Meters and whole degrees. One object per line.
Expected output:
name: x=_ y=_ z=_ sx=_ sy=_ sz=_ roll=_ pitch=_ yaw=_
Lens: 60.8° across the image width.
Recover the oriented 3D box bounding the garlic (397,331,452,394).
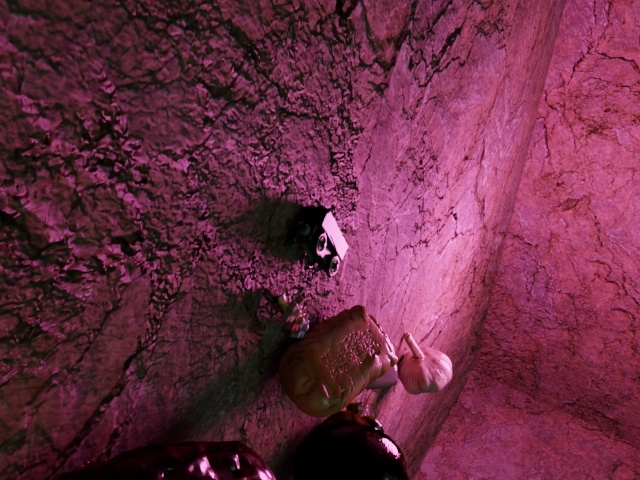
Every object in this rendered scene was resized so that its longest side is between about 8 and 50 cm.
garlic: x=0.350 y=0.410 z=1.910 sx=0.199 sy=0.199 sz=0.226 roll=-37 pitch=112 yaw=-46

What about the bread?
bread: x=0.031 y=0.257 z=1.170 sx=0.121 sy=0.173 sz=0.311 roll=-38 pitch=169 yaw=39

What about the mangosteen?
mangosteen: x=0.077 y=0.592 z=1.378 sx=0.313 sy=0.297 sz=0.297 roll=-44 pitch=155 yaw=-88

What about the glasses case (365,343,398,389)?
glasses case: x=0.092 y=0.314 z=1.393 sx=0.308 sy=0.083 sz=0.128 roll=22 pitch=71 yaw=-51

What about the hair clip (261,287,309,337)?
hair clip: x=-0.051 y=0.143 z=1.035 sx=0.062 sy=0.056 sz=0.214 roll=-58 pitch=152 yaw=-18

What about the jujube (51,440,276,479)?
jujube: x=-0.202 y=0.385 z=0.722 sx=0.376 sy=0.258 sz=0.258 roll=13 pitch=98 yaw=-62

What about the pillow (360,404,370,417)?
pillow: x=0.096 y=0.622 z=1.697 sx=0.233 sy=0.038 sz=0.131 roll=-48 pitch=150 yaw=-34

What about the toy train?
toy train: x=0.000 y=0.000 z=1.017 sx=0.099 sy=0.070 sz=0.172 roll=-66 pitch=153 yaw=-21
